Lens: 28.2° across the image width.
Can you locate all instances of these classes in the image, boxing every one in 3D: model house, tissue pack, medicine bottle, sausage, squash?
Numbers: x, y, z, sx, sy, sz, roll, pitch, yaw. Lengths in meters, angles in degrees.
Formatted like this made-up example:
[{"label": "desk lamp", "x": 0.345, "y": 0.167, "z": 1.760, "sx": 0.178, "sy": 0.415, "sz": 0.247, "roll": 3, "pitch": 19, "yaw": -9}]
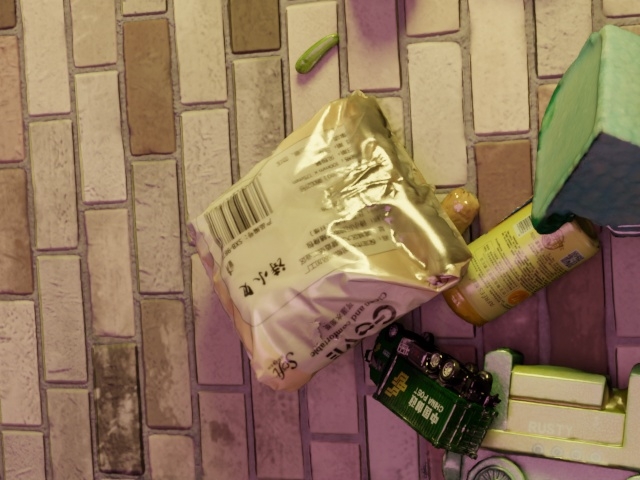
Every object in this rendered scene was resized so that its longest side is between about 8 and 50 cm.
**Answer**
[{"label": "model house", "x": 0.455, "y": -0.125, "z": 1.763, "sx": 0.248, "sy": 0.280, "sz": 0.230, "roll": 20, "pitch": 139, "yaw": -7}, {"label": "tissue pack", "x": 0.000, "y": 0.000, "z": 1.928, "sx": 0.375, "sy": 0.195, "sz": 0.390, "roll": -36, "pitch": 56, "yaw": 15}, {"label": "medicine bottle", "x": 0.286, "y": 0.029, "z": 1.887, "sx": 0.239, "sy": 0.124, "sz": 0.124, "roll": -36, "pitch": 81, "yaw": 20}, {"label": "sausage", "x": 0.136, "y": 0.040, "z": 1.975, "sx": 0.066, "sy": 0.066, "sz": 0.301, "roll": 46, "pitch": 108, "yaw": 12}, {"label": "squash", "x": -0.007, "y": -0.299, "z": 2.026, "sx": 0.089, "sy": 0.027, "sz": 0.027, "roll": -43, "pitch": 79, "yaw": 17}]

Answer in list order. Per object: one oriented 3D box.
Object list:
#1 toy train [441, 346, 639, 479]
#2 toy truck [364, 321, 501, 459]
[{"label": "toy train", "x": 0.376, "y": 0.294, "z": 1.858, "sx": 0.397, "sy": 0.160, "sz": 0.253, "roll": 5, "pitch": 88, "yaw": 21}, {"label": "toy truck", "x": 0.160, "y": 0.213, "z": 1.891, "sx": 0.259, "sy": 0.088, "sz": 0.121, "roll": 32, "pitch": 99, "yaw": 61}]
